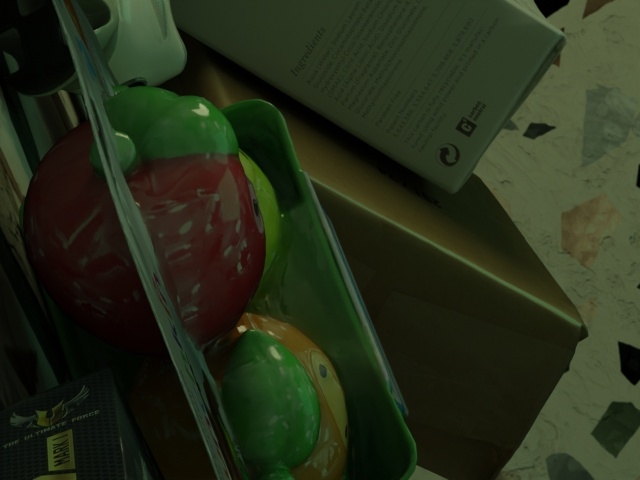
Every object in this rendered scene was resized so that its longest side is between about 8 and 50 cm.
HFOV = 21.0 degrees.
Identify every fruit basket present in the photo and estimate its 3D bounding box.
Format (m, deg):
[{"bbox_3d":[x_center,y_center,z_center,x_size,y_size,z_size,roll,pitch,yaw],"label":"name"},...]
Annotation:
[{"bbox_3d":[-0.054,0.020,0.837,0.353,0.165,0.327,84,-15,-66],"label":"fruit basket"}]

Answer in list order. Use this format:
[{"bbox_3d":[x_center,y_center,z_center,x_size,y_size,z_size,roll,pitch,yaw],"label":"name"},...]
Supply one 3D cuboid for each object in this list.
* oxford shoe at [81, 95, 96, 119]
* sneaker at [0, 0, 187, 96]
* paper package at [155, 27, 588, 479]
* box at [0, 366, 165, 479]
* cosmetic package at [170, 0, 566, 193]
[{"bbox_3d":[-0.191,-0.161,1.565,0.146,0.140,0.397,23,41,-45],"label":"oxford shoe"},{"bbox_3d":[-0.166,-0.251,1.156,0.146,0.122,0.330,-1,79,-54],"label":"sneaker"},{"bbox_3d":[0.000,0.000,1.340,0.325,0.168,0.309,27,17,-23],"label":"paper package"},{"bbox_3d":[-0.049,0.186,0.614,0.183,0.059,0.232,-113,-178,-65],"label":"box"},{"bbox_3d":[-0.023,-0.216,1.330,0.385,0.156,0.217,32,14,-12],"label":"cosmetic package"}]
